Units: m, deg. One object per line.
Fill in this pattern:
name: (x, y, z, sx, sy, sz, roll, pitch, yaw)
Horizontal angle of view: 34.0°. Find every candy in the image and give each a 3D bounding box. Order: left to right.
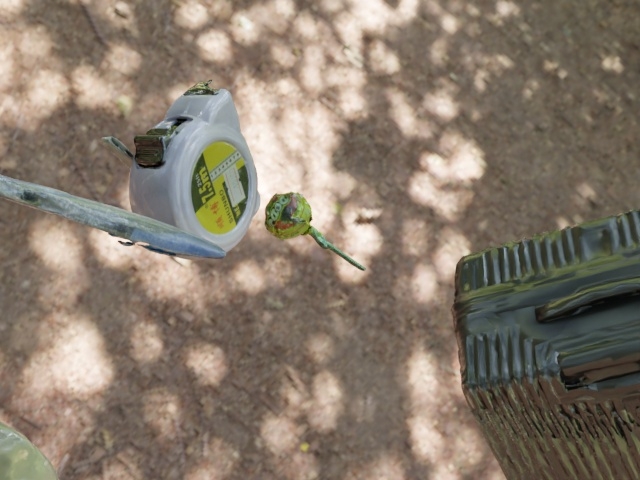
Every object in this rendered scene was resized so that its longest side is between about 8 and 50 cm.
candy: (0.000, 0.000, 0.822, 0.123, 0.035, 0.035, 37, 36, -45)

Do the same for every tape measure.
tape measure: (-0.160, -0.072, 1.273, 0.178, 0.105, 0.196, -43, 129, -46)

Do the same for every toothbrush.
toothbrush: (-0.237, -0.039, 0.787, 0.413, 0.042, 0.035, 19, 6, -40)

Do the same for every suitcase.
suitcase: (0.251, 0.137, 0.784, 0.152, 0.230, 0.335, -83, 150, -50)

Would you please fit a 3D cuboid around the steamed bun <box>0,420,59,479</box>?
steamed bun: (-0.376, 0.318, 1.079, 0.368, 0.342, 0.255, 30, 41, 12)
